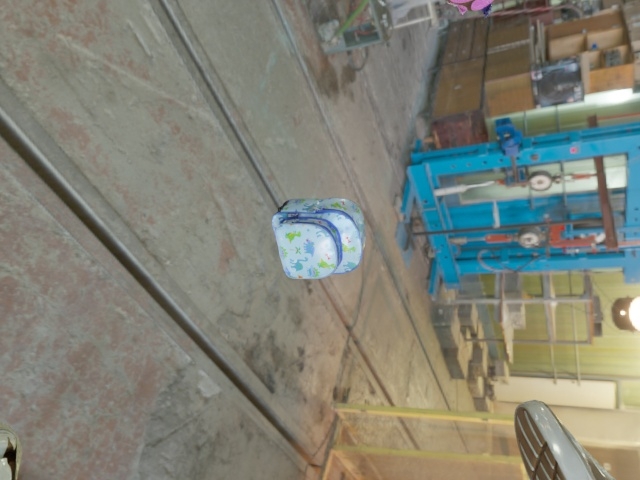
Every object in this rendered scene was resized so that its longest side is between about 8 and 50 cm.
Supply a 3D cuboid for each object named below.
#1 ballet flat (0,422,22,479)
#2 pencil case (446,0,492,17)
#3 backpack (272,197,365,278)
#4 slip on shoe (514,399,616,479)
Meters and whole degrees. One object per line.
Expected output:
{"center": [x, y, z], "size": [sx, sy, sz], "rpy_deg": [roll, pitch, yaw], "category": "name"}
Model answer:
{"center": [-0.441, 0.307, 0.693], "size": [0.057, 0.168, 0.052], "rpy_deg": [9, 117, -39], "category": "ballet flat"}
{"center": [0.179, -0.408, 0.732], "size": [0.209, 0.098, 0.095], "rpy_deg": [8, 66, -35], "category": "pencil case"}
{"center": [0.000, 0.000, 0.659], "size": [0.084, 0.114, 0.105], "rpy_deg": [-69, 151, -61], "category": "backpack"}
{"center": [0.156, 0.149, 0.271], "size": [0.051, 0.041, 0.135], "rpy_deg": [89, -20, -56], "category": "slip on shoe"}
